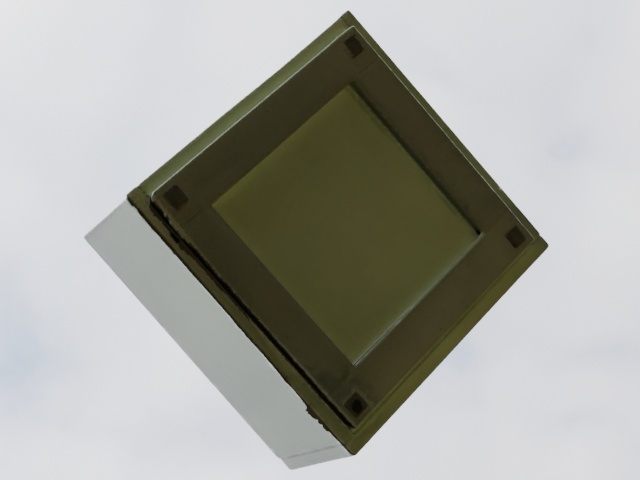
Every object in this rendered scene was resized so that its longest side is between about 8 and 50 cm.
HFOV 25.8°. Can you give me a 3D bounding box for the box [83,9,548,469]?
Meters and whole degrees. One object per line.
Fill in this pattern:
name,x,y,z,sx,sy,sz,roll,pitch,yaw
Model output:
box,0.000,0.000,0.985,0.225,0.117,0.225,49,-117,-6
